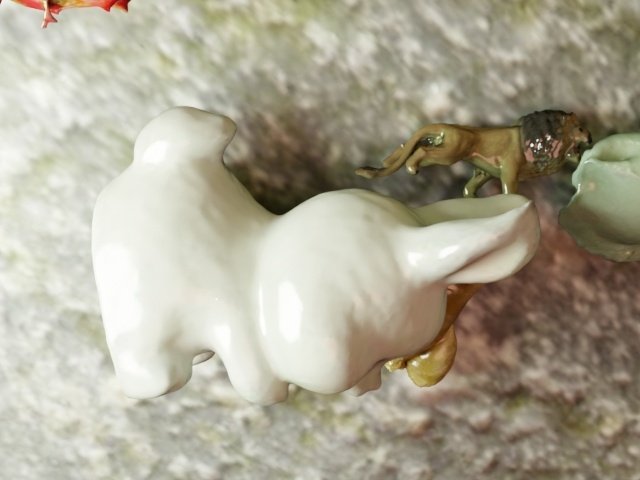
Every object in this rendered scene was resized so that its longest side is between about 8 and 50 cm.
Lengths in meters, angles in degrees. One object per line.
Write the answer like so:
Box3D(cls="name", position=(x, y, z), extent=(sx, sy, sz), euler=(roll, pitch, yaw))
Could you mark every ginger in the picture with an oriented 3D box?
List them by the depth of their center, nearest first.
Box3D(cls="ginger", position=(0.098, 0.049, 1.193), extent=(0.115, 0.081, 0.205), euler=(22, 115, -2))

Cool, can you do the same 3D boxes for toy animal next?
Box3D(cls="toy animal", position=(-0.003, 0.010, 1.061), extent=(0.367, 0.196, 0.241), euler=(2, 101, 8))
Box3D(cls="toy animal", position=(0.138, -0.068, 1.157), extent=(0.219, 0.069, 0.086), euler=(-8, 92, -13))

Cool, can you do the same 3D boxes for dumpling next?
Box3D(cls="dumpling", position=(0.318, -0.048, 1.193), extent=(0.216, 0.149, 0.105), euler=(-9, 77, -17))

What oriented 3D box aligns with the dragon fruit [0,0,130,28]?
Box3D(cls="dragon fruit", position=(-0.181, -0.265, 0.937), extent=(0.268, 0.210, 0.205), euler=(16, 149, -15))
